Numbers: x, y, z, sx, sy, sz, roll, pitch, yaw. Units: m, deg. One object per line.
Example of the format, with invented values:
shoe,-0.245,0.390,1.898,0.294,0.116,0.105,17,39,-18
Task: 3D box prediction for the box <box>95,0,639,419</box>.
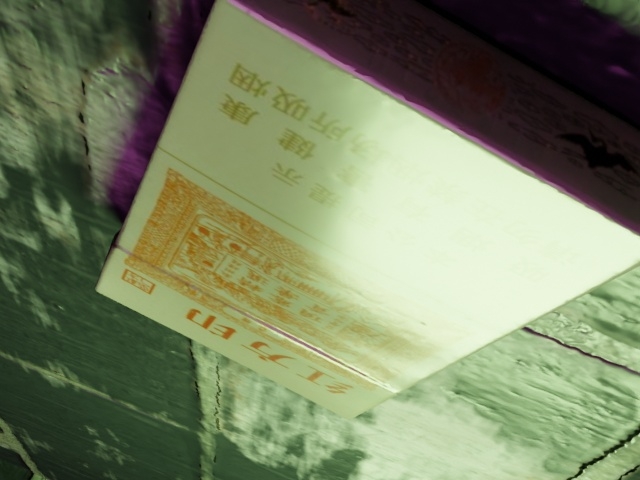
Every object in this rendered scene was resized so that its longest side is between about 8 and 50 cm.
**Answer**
box,-0.001,0.001,0.549,0.204,0.051,0.365,28,154,-8
